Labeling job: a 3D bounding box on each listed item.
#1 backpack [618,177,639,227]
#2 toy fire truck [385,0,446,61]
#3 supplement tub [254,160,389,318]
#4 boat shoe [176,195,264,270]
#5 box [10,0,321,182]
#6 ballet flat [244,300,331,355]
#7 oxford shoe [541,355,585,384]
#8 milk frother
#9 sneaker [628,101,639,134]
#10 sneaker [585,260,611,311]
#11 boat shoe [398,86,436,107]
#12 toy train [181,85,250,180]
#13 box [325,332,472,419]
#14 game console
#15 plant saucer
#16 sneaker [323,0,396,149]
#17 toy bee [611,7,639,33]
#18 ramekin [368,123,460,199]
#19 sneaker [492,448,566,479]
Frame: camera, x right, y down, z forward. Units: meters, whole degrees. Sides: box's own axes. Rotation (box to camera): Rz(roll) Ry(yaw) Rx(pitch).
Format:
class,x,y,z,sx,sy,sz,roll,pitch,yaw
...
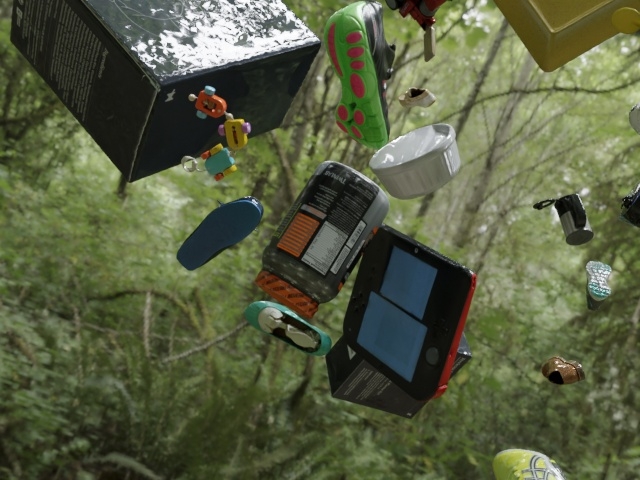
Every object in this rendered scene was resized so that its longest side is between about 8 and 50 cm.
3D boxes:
class,x,y,z,sx,sy,sz,roll,pitch,yaw
backpack,0.716,-0.086,1.583,0.117,0.158,0.173,38,-1,15
toy fire truck,0.321,-0.695,2.244,0.246,0.158,0.217,52,-18,-2
supplement tub,0.000,0.000,1.757,0.207,0.338,0.207,32,-10,6
boat shoe,-0.224,-0.031,1.653,0.109,0.258,0.089,56,30,-11
box,-0.347,-0.450,1.673,0.480,0.297,0.472,-28,68,-42
ballet flat,-0.086,0.217,1.875,0.247,0.083,0.087,25,-3,12
oxford shoe,0.684,0.384,2.162,0.076,0.076,0.212,-21,-7,-9
milk frother,0.727,-0.064,2.230,0.143,0.135,0.129,-18,-37,17
sneaker,0.966,-0.271,2.018,0.297,0.111,0.129,36,26,-9
sneaker,0.697,0.116,1.886,0.065,0.076,0.166,15,37,15
boat shoe,0.305,-0.468,2.395,0.059,0.063,0.170,52,-18,-28
toy train,-0.191,-0.195,1.366,0.125,0.166,0.046,23,26,6
box,0.238,0.366,2.347,0.312,0.343,0.179,22,33,-24
game console,0.201,0.169,1.814,0.060,0.342,0.386,1,19,-34
plant saucer,0.646,-0.655,1.930,0.333,0.332,0.081,63,9,21
sneaker,0.144,-0.449,2.080,0.185,0.202,0.483,29,-30,27
toy bee,0.612,-0.408,1.299,0.195,0.298,0.162,-8,-27,26
ramekin,0.291,-0.229,2.214,0.273,0.273,0.127,14,-44,62
sneaker,0.514,0.612,1.779,0.147,0.145,0.384,13,8,-21
